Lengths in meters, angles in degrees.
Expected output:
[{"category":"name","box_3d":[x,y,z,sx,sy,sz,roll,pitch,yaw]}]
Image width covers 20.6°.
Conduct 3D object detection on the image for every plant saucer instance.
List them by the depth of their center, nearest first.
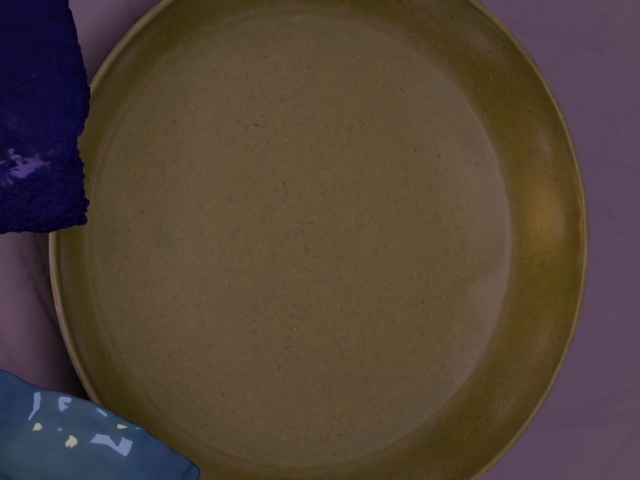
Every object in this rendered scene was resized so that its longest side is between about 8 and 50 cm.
[{"category":"plant saucer","box_3d":[0.000,0.000,0.729,0.241,0.037,0.241,0,91,-25]}]

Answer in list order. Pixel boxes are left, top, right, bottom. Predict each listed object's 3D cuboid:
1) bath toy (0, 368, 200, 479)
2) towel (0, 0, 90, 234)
[{"category":"bath toy","box_3d":[-0.134,0.213,0.567,0.129,0.151,0.348,48,41,-55]},{"category":"towel","box_3d":[-0.240,-0.089,0.563,0.308,0.076,0.228,-2,59,-21]}]
